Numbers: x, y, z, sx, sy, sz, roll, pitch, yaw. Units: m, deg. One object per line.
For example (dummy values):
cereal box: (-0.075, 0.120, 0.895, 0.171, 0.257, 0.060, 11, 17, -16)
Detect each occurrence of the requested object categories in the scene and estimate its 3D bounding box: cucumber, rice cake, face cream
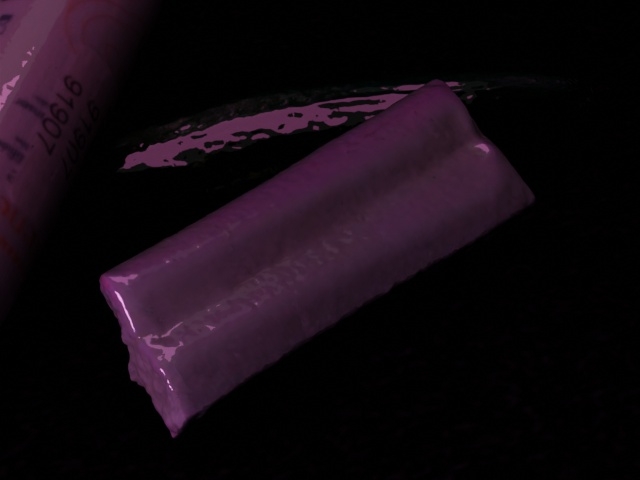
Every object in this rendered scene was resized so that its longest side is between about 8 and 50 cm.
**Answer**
cucumber: (0.007, -0.052, 0.885, 0.284, 0.056, 0.056, -10, 34, -5)
rice cake: (0.000, 0.001, 0.790, 0.222, 0.042, 0.080, -31, 84, -31)
face cream: (-0.155, -0.031, 0.819, 0.082, 0.082, 0.269, 7, 54, 19)
